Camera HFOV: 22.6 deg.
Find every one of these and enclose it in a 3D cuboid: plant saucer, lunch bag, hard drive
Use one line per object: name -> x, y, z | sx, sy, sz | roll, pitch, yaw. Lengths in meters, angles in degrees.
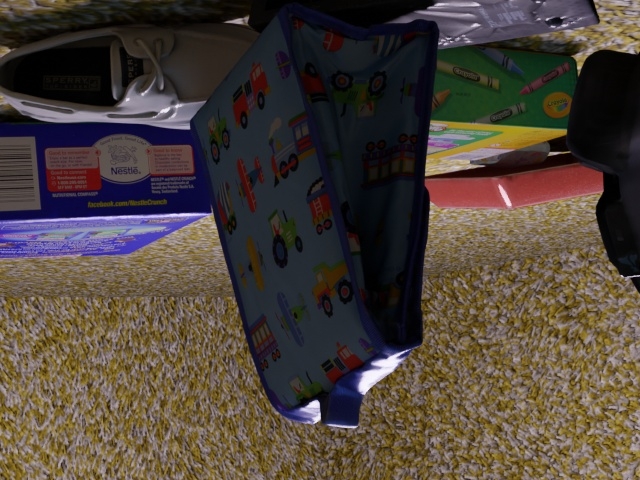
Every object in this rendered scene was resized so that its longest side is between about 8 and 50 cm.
plant saucer -> 0.282, -0.078, 2.074 | 0.259, 0.047, 0.258 | -9, -175, -21
lunch bag -> 0.236, -0.117, 1.996 | 0.071, 0.053, 0.083 | -1, -176, -27
lunch bag -> 0.000, 0.000, 1.247 | 0.138, 0.293, 0.221 | 4, 160, -23
hard drive -> 0.085, -0.191, 1.274 | 0.255, 0.054, 0.172 | -6, 173, 16

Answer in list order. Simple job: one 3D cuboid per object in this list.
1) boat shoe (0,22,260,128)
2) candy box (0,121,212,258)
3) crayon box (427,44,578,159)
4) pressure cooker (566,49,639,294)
boat shoe -> -0.156, -0.139, 1.376 | 0.258, 0.095, 0.084 | -7, 177, 12
candy box -> -0.306, -0.054, 1.864 | 0.268, 0.122, 0.317 | -3, 172, -25
crayon box -> 0.107, -0.138, 1.612 | 0.278, 0.081, 0.165 | 1, 171, -37
pressure cooker -> 0.412, -0.060, 1.211 | 0.375, 0.370, 0.420 | -33, -178, -13
